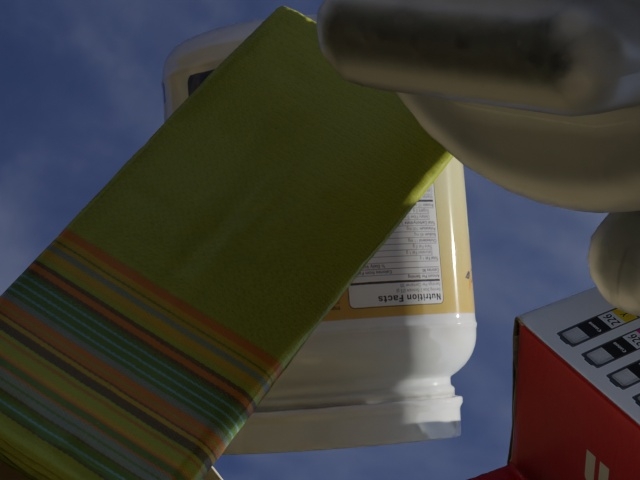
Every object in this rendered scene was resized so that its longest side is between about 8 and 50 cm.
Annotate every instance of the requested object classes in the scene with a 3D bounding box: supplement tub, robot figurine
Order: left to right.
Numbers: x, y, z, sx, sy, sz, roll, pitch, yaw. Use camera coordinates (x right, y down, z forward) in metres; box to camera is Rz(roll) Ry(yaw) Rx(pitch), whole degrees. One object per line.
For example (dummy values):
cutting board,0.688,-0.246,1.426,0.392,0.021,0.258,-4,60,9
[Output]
supplement tub,0.000,0.000,1.492,0.228,0.228,0.316,-5,-94,12
robot figurine,0.149,-0.123,0.719,0.200,0.353,0.300,16,-72,38

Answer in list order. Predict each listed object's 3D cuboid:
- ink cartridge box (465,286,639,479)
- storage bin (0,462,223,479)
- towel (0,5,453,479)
ink cartridge box,0.255,0.151,1.172,0.272,0.309,0.130,-19,-52,-26
storage bin,-0.124,0.202,0.767,0.260,0.123,0.262,-38,-97,-12
towel,-0.040,0.006,0.752,0.102,0.237,0.021,32,-33,12
